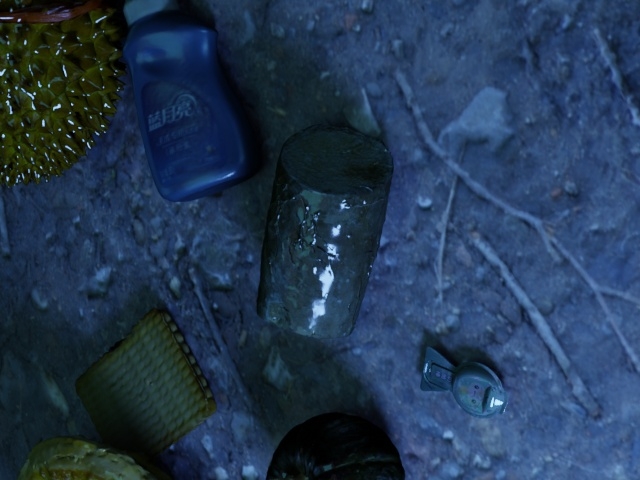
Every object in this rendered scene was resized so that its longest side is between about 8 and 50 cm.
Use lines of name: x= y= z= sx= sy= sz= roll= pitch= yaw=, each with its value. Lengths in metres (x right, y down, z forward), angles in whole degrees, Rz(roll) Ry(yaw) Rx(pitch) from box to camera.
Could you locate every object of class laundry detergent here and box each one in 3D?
laundry detergent: x=-0.183 y=-0.201 z=1.727 sx=0.143 sy=0.094 sz=0.290 roll=-22 pitch=85 yaw=28

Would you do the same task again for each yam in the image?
yam: x=0.000 y=0.000 z=1.589 sx=0.154 sy=0.154 sz=0.254 roll=26 pitch=113 yaw=34

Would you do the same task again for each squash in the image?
squash: x=0.016 y=0.306 z=1.636 sx=0.193 sy=0.156 sz=0.193 roll=-7 pitch=75 yaw=26

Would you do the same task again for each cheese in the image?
cheese: x=0.169 y=0.169 z=1.556 sx=0.120 sy=0.026 sz=0.067 roll=21 pitch=112 yaw=36

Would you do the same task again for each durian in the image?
durian: x=-0.428 y=-0.257 z=1.798 sx=0.347 sy=0.347 sz=0.384 roll=7 pitch=135 yaw=39

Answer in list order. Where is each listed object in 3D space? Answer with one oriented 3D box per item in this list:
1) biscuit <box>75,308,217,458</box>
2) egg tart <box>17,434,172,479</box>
biscuit: x=-0.254 y=0.221 z=1.925 sx=0.254 sy=0.029 sz=0.172 roll=-40 pitch=74 yaw=39
egg tart: x=-0.289 y=0.409 z=1.910 sx=0.341 sy=0.132 sz=0.341 roll=13 pitch=116 yaw=29
